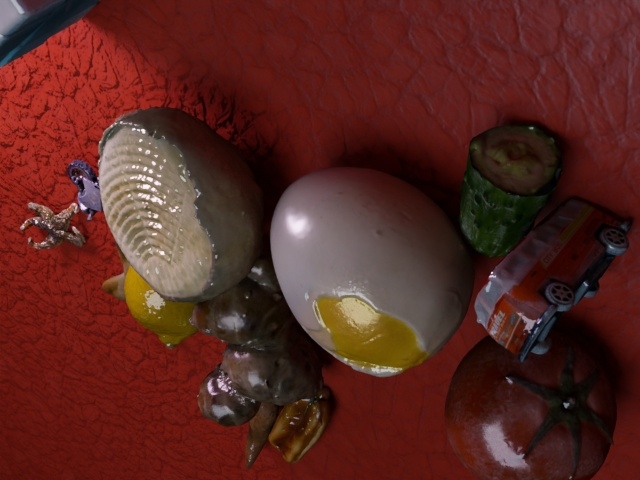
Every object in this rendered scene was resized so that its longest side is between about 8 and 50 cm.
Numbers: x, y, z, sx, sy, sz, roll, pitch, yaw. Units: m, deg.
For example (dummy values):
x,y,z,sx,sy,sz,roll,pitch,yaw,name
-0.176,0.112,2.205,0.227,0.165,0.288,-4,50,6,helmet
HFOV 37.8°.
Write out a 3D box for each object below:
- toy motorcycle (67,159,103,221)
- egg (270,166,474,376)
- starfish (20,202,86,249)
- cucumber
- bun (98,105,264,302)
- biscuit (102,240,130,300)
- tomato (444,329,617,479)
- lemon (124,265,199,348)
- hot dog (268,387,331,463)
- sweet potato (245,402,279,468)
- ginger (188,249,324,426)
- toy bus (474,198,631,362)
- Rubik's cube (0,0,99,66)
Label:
x,y,z,sx,sy,sz,roll,pitch,yaw,name
-0.423,-0.084,1.893,0.215,0.080,0.122,22,135,17,toy motorcycle
0.073,0.034,1.439,0.345,0.283,0.283,47,140,9,egg
-0.596,-0.038,2.109,0.150,0.053,0.210,41,137,-17,starfish
0.256,-0.048,1.345,0.134,0.134,0.244,31,149,15,cucumber
-0.229,-0.073,1.646,0.364,0.202,0.364,27,131,36,bun
-0.393,0.089,2.038,0.164,0.047,0.208,38,139,8,biscuit
0.319,0.266,1.456,0.265,0.265,0.264,22,135,24,tomato
-0.295,0.098,1.860,0.187,0.187,0.244,15,117,29,lemon
-0.039,0.391,1.995,0.100,0.068,0.249,45,138,14,hot dog
-0.131,0.410,2.088,0.059,0.067,0.281,-2,138,-15,sweet potato
-0.127,0.189,1.796,0.256,0.176,0.375,-2,117,4,ginger
0.312,0.049,1.276,0.120,0.265,0.121,37,140,19,toy bus
-0.502,-0.474,1.444,0.322,0.316,0.318,-22,109,46,Rubik's cube
